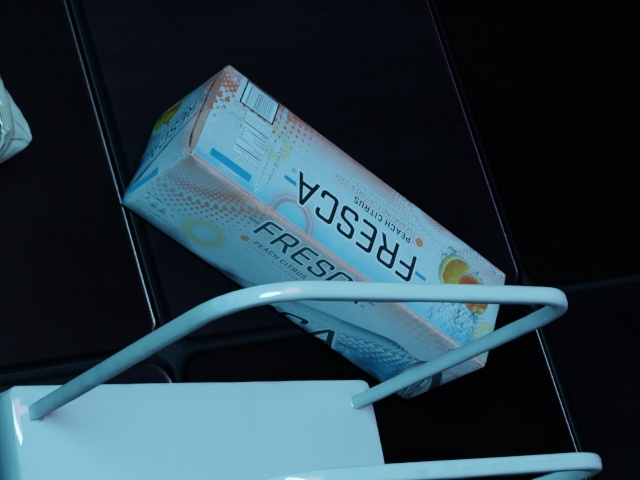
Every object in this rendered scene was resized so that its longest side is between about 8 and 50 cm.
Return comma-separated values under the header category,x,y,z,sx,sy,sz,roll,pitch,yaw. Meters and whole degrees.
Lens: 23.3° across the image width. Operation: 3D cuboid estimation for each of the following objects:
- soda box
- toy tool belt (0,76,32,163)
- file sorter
category,x,y,z,sx,sy,sz,roll,pitch,yaw
soda box,0.000,0.000,0.737,0.183,0.063,0.058,36,51,-21
toy tool belt,-0.161,-0.062,0.638,0.083,0.052,0.051,56,37,-3
file sorter,0.015,0.170,0.592,0.192,0.173,0.278,3,68,-39
